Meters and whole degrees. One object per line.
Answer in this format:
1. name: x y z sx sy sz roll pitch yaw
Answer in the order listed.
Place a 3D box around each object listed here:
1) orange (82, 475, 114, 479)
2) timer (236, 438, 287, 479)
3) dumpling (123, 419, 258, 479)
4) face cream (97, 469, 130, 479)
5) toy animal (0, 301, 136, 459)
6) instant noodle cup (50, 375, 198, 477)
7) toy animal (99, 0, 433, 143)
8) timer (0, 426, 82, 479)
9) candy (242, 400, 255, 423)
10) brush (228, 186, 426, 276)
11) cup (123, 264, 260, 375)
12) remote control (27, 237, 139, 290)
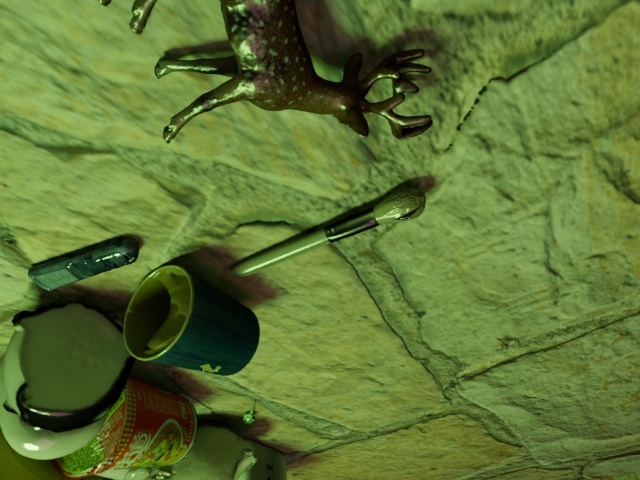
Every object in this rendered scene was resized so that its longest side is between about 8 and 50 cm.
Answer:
1. orange: -0.590 0.609 1.201 0.328 0.329 0.250 3 97 -14
2. timer: -0.204 0.624 1.377 0.192 0.195 0.194 -23 141 19
3. dumpling: -0.280 0.482 1.205 0.292 0.164 0.204 -2 154 -30
4. face cream: -0.407 0.476 1.226 0.101 0.102 0.345 -23 140 19
5. toy animal: -0.384 0.214 0.825 0.165 0.187 0.235 6 142 -38
6. instant noodle cup: -0.334 0.329 1.002 0.193 0.193 0.212 -25 147 20
7. toy animal: -0.030 -0.162 0.490 0.259 0.087 0.244 -10 144 7
8. timer: -0.603 0.475 0.924 0.387 0.376 0.376 -44 137 -2
9. candy: -0.149 0.364 1.200 0.023 0.025 0.083 -19 142 -34
10. brush: 0.000 0.000 0.740 0.299 0.042 0.039 -23 179 20
11. cup: -0.190 0.122 0.808 0.176 0.131 0.155 2 158 39
12. remote control: -0.307 0.032 0.735 0.152 0.027 0.043 -17 146 14
